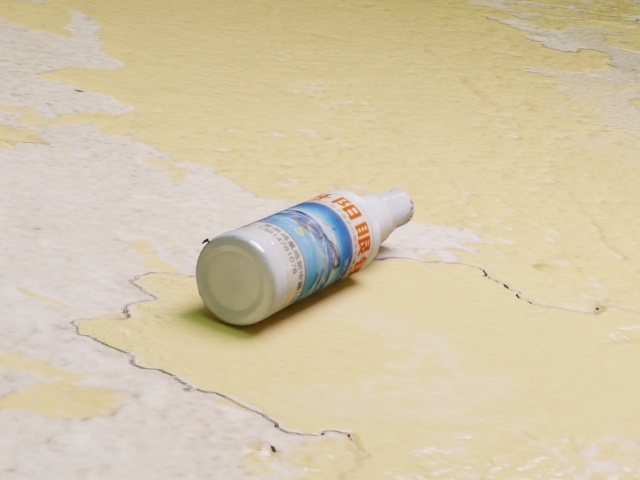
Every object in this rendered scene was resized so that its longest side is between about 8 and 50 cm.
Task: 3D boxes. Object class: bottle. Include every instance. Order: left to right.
[{"bbox_3d":[0.000,0.000,1.013,0.060,0.060,0.217,18,21,24],"label":"bottle"}]
